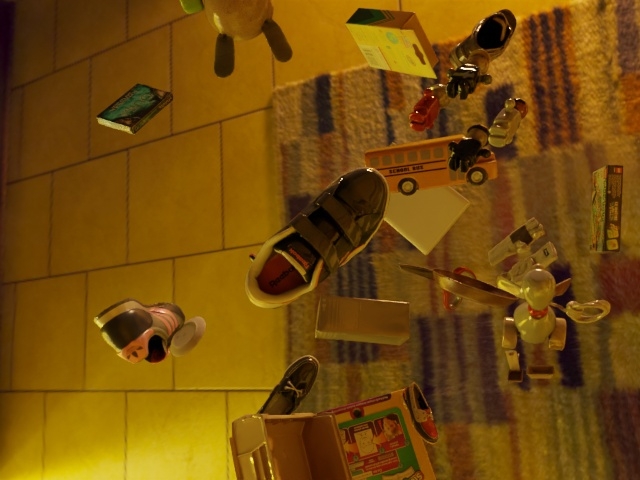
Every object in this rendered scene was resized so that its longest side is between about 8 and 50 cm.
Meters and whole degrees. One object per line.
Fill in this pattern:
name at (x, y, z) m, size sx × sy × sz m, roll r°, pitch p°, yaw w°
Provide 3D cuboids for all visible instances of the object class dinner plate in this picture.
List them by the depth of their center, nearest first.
dinner plate at (-0.412, 0.291, 1.715) m, size 0.141 × 0.017 × 0.141 m, roll -27°, pitch 37°, yaw 22°

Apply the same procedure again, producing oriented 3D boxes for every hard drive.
hard drive at (0.286, -0.136, 1.782) m, size 0.319 × 0.040 × 0.210 m, roll 43°, pitch 103°, yaw 21°

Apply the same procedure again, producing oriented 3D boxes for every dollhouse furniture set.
dollhouse furniture set at (0.525, 0.295, 1.403) m, size 0.114 × 0.091 × 0.081 m, roll -7°, pitch 118°, yaw 28°

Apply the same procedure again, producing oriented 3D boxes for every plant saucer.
plant saucer at (0.292, 0.094, 1.074) m, size 0.168 × 0.168 × 0.029 m, roll 21°, pitch 96°, yaw 30°

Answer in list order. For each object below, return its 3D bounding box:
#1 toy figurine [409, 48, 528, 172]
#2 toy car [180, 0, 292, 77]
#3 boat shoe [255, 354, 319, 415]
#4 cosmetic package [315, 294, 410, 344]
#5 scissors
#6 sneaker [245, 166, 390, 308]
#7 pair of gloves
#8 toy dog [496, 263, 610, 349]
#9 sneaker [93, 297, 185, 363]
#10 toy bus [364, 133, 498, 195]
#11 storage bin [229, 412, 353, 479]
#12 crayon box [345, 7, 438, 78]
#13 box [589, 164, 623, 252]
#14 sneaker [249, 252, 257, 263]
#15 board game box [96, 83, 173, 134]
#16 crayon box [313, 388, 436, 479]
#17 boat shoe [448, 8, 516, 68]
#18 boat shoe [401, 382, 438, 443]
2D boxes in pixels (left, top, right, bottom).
toy figurine at (0.329, -0.282, 1.230) m, size 0.213 × 0.148 × 0.209 m, roll 44°, pitch 147°, yaw -5°
toy car at (-0.105, -0.305, 0.731) m, size 0.155 × 0.149 × 0.188 m, roll -17°, pitch 80°, yaw 0°
boat shoe at (-0.107, 0.516, 1.846) m, size 0.114 × 0.091 × 0.302 m, roll 34°, pitch 87°, yaw -1°
cosmetic package at (0.109, 0.211, 1.469) m, size 0.238 × 0.127 × 0.107 m, roll 7°, pitch 71°, yaw 1°
scissors at (0.270, 0.073, 1.256) m, size 0.109 × 0.297 × 0.021 m, roll -53°, pitch 44°, yaw 0°
sneaker at (0.000, 0.000, 0.963) m, size 0.126 × 0.127 × 0.321 m, roll 43°, pitch 92°, yaw 5°
pair of gloves at (0.636, 0.048, 1.758) m, size 0.204 × 0.042 × 0.240 m, roll -46°, pitch 23°, yaw 25°
toy dog at (0.541, 0.149, 1.389) m, size 0.220 × 0.333 × 0.161 m, roll 12°, pitch 56°, yaw 0°
sneaker at (-0.363, 0.209, 1.203) m, size 0.112 × 0.319 × 0.131 m, roll -37°, pitch 78°, yaw 4°
toy bus at (0.291, -0.200, 1.488) m, size 0.333 × 0.108 × 0.130 m, roll -8°, pitch 104°, yaw 11°
storage bin at (-0.060, 0.529, 1.297) m, size 0.123 × 0.262 × 0.260 m, roll -33°, pitch 58°, yaw 29°
crayon box at (0.246, -0.639, 1.805) m, size 0.081 × 0.202 × 0.318 m, roll -50°, pitch 44°, yaw -8°
box at (0.696, -0.073, 1.361) m, size 0.036 × 0.114 × 0.207 m, roll 3°, pitch 87°, yaw 9°
sneaker at (-0.230, 0.127, 2.075) m, size 0.075 × 0.170 × 0.063 m, roll -33°, pitch 25°, yaw -11°
board game box at (-0.523, -0.376, 1.584) m, size 0.126 × 0.026 × 0.186 m, roll 18°, pitch 51°, yaw 17°
crayon box at (0.143, 0.673, 1.761) m, size 0.363 × 0.106 × 0.313 m, roll -12°, pitch 68°, yaw -13°
boat shoe at (0.545, -0.639, 1.760) m, size 0.132 × 0.355 × 0.130 m, roll 46°, pitch 148°, yaw -8°
boat shoe at (0.223, 0.379, 1.229) m, size 0.043 × 0.049 × 0.137 m, roll -57°, pitch 39°, yaw 30°
